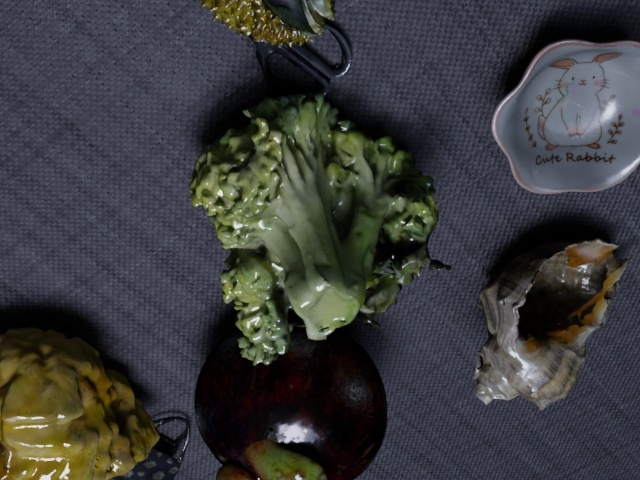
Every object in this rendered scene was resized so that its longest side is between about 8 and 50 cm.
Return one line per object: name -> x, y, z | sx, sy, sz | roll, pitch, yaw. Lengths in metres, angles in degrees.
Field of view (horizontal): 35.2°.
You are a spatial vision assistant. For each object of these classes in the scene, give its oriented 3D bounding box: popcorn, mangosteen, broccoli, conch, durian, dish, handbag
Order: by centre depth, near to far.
durian -> -0.067, -0.323, 1.048 | 0.137, 0.237, 0.193 | 5, 170, 44
broccoli -> 0.004, -0.008, 1.217 | 0.293, 0.281, 0.348 | -13, 131, 4
dish -> 0.319, -0.167, 1.264 | 0.229, 0.081, 0.229 | -3, 126, -4
popcorn -> -0.370, 0.262, 1.410 | 0.225, 0.265, 0.332 | -10, 158, 39
mangosteen -> -0.044, 0.246, 1.422 | 0.288, 0.288, 0.288 | -4, 130, -5
conch -> 0.307, 0.105, 1.444 | 0.291, 0.159, 0.210 | -50, 118, -16
handbag -> -0.261, 0.329, 1.608 | 0.115, 0.072, 0.139 | 37, 103, -30

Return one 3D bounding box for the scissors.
scissors -> -0.090, -0.265, 1.162 | 0.300, 0.022, 0.109 | 34, 114, -29
